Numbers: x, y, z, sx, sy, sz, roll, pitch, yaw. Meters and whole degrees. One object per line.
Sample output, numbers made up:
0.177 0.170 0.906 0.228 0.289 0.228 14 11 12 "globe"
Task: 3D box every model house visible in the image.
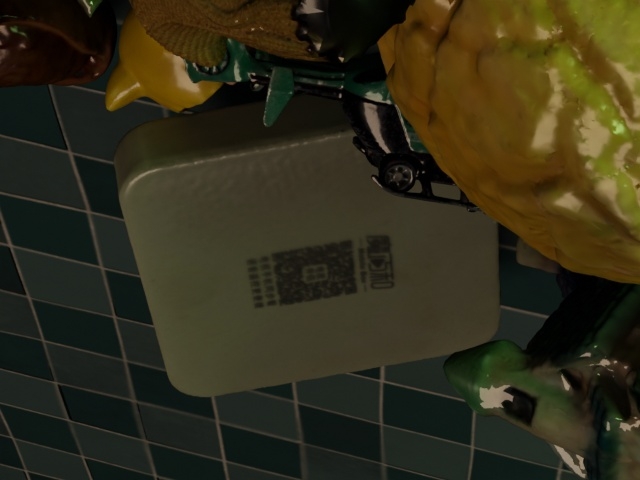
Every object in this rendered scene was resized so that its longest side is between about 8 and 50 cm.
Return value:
0.272 0.057 1.378 0.284 0.298 0.243 20 140 31 "model house"

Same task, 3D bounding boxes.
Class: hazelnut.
-0.289 -0.210 1.542 0.201 0.160 0.170 41 169 -37 "hazelnut"

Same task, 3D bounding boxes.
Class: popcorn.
0.214 -0.151 1.197 0.390 0.354 0.344 -15 146 37 "popcorn"

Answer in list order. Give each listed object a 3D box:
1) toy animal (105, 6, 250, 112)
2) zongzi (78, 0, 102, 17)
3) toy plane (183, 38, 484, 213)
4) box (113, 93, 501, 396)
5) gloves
-0.121 -0.213 1.468 0.156 0.156 0.230 22 145 -5 "toy animal"
-0.232 -0.353 1.085 0.356 0.393 0.174 22 147 1 "zongzi"
0.061 -0.129 1.425 0.381 0.106 0.155 9 111 -13 "toy plane"
0.000 0.000 1.647 0.373 0.090 0.367 -10 138 -3 "box"
-0.058 -0.228 1.180 0.155 0.203 0.356 47 166 -30 "gloves"
